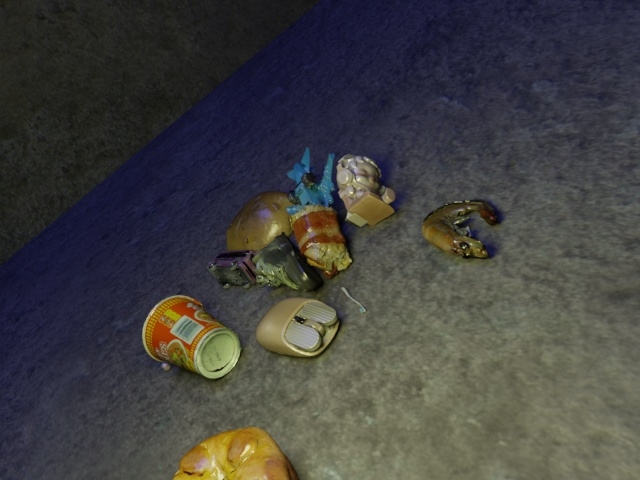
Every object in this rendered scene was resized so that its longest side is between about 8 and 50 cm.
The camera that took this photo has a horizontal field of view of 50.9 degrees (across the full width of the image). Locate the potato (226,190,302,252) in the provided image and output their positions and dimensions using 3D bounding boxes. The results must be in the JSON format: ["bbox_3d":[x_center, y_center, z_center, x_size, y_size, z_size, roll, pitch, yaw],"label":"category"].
[{"bbox_3d":[-0.186,-0.059,2.056,0.299,0.116,0.239,-34,34,9],"label":"potato"}]

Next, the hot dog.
[{"bbox_3d":[0.000,0.000,1.731,0.103,0.146,0.213,-45,46,44],"label":"hot dog"}]

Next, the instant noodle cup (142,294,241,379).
[{"bbox_3d":[-0.311,0.251,1.690,0.212,0.193,0.193,16,58,45],"label":"instant noodle cup"}]

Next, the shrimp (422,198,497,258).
[{"bbox_3d":[0.328,-0.032,1.522,0.173,0.058,0.253,-34,26,-12],"label":"shrimp"}]

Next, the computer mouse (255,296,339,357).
[{"bbox_3d":[-0.062,0.200,1.573,0.237,0.082,0.145,3,47,50],"label":"computer mouse"}]

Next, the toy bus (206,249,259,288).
[{"bbox_3d":[-0.242,0.077,1.938,0.178,0.086,0.098,-3,37,48],"label":"toy bus"}]

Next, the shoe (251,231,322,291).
[{"bbox_3d":[-0.100,0.088,1.758,0.149,0.109,0.293,-40,26,3],"label":"shoe"}]

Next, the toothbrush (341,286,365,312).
[{"bbox_3d":[0.077,0.139,1.582,0.013,0.011,0.131,-20,26,-13],"label":"toothbrush"}]

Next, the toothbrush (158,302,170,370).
[{"bbox_3d":[-0.454,0.271,1.952,0.030,0.025,0.342,-32,29,4],"label":"toothbrush"}]

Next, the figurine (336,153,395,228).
[{"bbox_3d":[0.116,-0.152,1.809,0.141,0.163,0.236,-43,34,28],"label":"figurine"}]

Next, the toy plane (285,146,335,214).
[{"bbox_3d":[-0.020,-0.119,1.876,0.254,0.105,0.271,-48,50,40],"label":"toy plane"}]

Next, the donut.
[{"bbox_3d":[-0.159,0.490,1.191,0.299,0.150,0.317,-12,37,37],"label":"donut"}]
